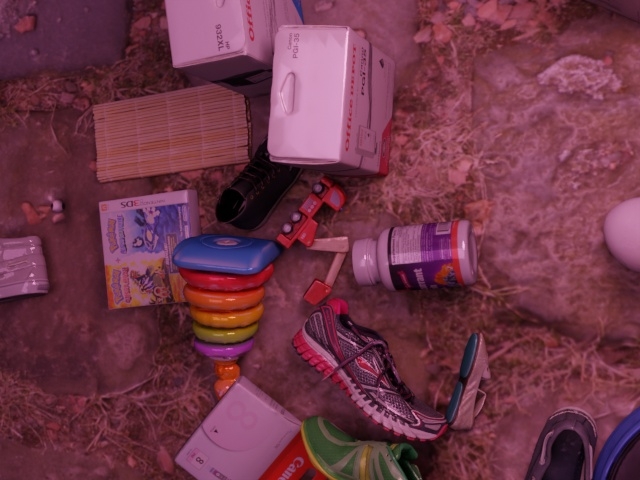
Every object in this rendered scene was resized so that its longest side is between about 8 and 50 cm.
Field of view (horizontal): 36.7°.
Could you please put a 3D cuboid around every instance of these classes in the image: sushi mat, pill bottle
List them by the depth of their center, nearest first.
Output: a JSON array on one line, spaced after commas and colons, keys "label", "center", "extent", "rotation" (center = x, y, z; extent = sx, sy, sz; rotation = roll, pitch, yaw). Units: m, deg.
[{"label": "pill bottle", "center": [0.155, 0.028, 1.580], "extent": [0.193, 0.108, 0.108], "rotation": [-6, 88, 19]}, {"label": "sushi mat", "center": [-0.275, -0.199, 1.771], "extent": [0.316, 0.019, 0.151], "rotation": [-7, 87, 18]}]

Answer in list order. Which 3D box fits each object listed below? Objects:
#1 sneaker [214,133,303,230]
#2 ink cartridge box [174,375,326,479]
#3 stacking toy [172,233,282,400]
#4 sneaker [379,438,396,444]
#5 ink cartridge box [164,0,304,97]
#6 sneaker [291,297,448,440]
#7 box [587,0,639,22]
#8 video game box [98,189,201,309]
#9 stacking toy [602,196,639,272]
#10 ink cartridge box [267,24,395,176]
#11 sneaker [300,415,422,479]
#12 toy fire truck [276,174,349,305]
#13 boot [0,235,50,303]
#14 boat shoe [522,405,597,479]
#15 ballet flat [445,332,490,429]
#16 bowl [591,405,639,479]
[{"label": "sneaker", "center": [-0.097, -0.115, 1.658], "extent": [0.083, 0.118, 0.222], "rotation": [29, 99, 16]}, {"label": "ink cartridge box", "center": [-0.106, 0.374, 1.663], "extent": [0.232, 0.066, 0.189], "rotation": [39, 102, 3]}, {"label": "stacking toy", "center": [-0.164, 0.146, 1.681], "extent": [0.165, 0.175, 0.302], "rotation": [5, 105, 13]}, {"label": "sneaker", "center": [0.125, 0.394, 1.627], "extent": [0.057, 0.047, 0.119], "rotation": [-37, 78, 26]}, {"label": "ink cartridge box", "center": [-0.133, -0.372, 1.571], "extent": [0.129, 0.307, 0.223], "rotation": [-9, 87, 18]}, {"label": "sneaker", "center": [0.089, 0.219, 1.596], "extent": [0.299, 0.121, 0.112], "rotation": [39, 99, 15]}, {"label": "box", "center": [0.415, -0.431, 1.416], "extent": [0.231, 0.262, 0.127], "rotation": [28, 98, 17]}, {"label": "video game box", "center": [-0.308, 0.017, 1.767], "extent": [0.187, 0.048, 0.205], "rotation": [-7, 87, 21]}, {"label": "stacking toy", "center": [0.617, 0.058, 1.359], "extent": [0.480, 0.350, 0.351], "rotation": [30, 99, 31]}, {"label": "ink cartridge box", "center": [0.025, -0.212, 1.532], "extent": [0.117, 0.283, 0.207], "rotation": [4, 91, 18]}, {"label": "sneaker", "center": [0.096, 0.368, 1.567], "extent": [0.295, 0.109, 0.123], "rotation": [33, 98, 28]}, {"label": "toy fire truck", "center": [0.000, 0.000, 1.656], "extent": [0.135, 0.047, 0.192], "rotation": [38, 91, -1]}, {"label": "boot", "center": [-0.647, 0.061, 1.864], "extent": [0.258, 0.095, 0.123], "rotation": [-10, 81, 10]}, {"label": "boat shoe", "center": [0.360, 0.420, 1.515], "extent": [0.116, 0.099, 0.320], "rotation": [16, 96, 14]}, {"label": "ballet flat", "center": [0.251, 0.232, 1.586], "extent": [0.052, 0.057, 0.168], "rotation": [15, 99, -10]}, {"label": "bowl", "center": [0.607, 0.412, 1.447], "extent": [0.391, 0.077, 0.391], "rotation": [0, 90, 18]}]
